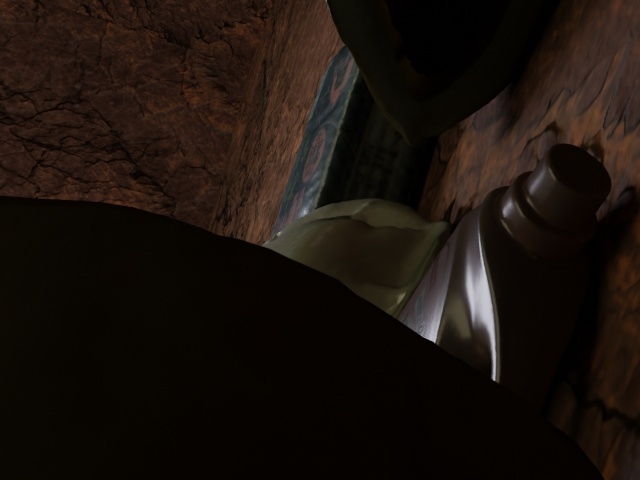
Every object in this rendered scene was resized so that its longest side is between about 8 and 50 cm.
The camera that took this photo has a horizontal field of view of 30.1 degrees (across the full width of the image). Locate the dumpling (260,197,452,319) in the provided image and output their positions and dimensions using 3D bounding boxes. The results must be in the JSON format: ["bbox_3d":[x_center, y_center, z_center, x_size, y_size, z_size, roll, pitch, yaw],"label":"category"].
[{"bbox_3d":[0.012,0.034,0.974,0.179,0.131,0.252,-54,29,-16],"label":"dumpling"}]

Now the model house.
[{"bbox_3d":[0.088,-0.247,0.925,0.239,0.173,0.268,-87,19,-52],"label":"model house"}]

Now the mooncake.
[{"bbox_3d":[-0.105,0.196,0.505,0.467,0.467,0.262,120,159,-53],"label":"mooncake"}]

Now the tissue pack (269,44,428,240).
[{"bbox_3d":[0.021,-0.044,1.171,0.228,0.103,0.315,168,119,-81],"label":"tissue pack"}]

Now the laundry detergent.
[{"bbox_3d":[0.092,0.070,0.664,0.171,0.076,0.237,-85,17,-46],"label":"laundry detergent"}]
